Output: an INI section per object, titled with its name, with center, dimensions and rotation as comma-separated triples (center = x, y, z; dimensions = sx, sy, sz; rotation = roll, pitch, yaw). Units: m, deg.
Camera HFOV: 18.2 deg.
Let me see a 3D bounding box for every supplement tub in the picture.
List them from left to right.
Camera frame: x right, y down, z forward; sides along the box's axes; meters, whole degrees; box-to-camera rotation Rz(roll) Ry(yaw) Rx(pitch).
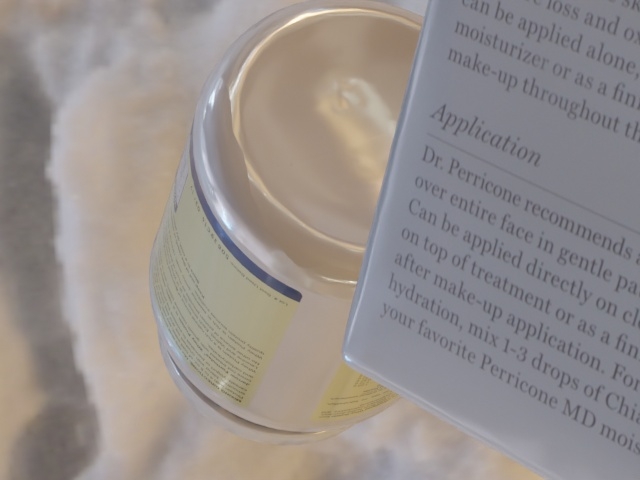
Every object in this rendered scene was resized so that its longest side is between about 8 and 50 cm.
[supplement tub]
center = 0.000, 0.000, 1.471
dimensions = 0.235, 0.235, 0.325
rotation = 53, 153, 15

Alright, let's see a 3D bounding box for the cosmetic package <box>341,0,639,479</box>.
[cosmetic package]
center = 0.185, -0.121, 0.774
dimensions = 0.230, 0.161, 0.453
rotation = 29, 114, 37
